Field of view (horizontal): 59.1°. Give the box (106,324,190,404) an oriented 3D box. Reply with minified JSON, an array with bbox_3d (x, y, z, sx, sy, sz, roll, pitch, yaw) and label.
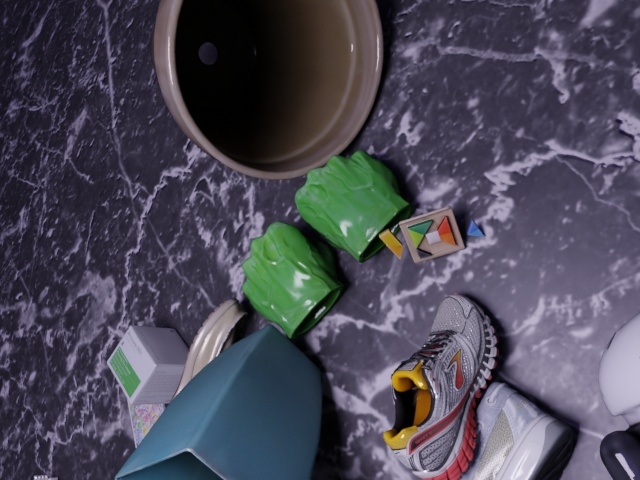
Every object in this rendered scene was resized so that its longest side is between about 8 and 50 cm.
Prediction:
[{"bbox_3d":[-0.279,0.208,0.947,0.101,0.102,0.087,43,103,34],"label":"box"}]

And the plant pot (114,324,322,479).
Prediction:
[{"bbox_3d":[-0.100,0.235,0.727,0.166,0.165,0.234,-32,20,37],"label":"plant pot"}]

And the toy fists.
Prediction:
[{"bbox_3d":[0.000,0.000,0.802,0.142,0.096,0.279,46,106,19],"label":"toy fists"}]

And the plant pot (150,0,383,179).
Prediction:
[{"bbox_3d":[-0.116,-0.272,0.837,0.280,0.323,0.323,25,96,52],"label":"plant pot"}]

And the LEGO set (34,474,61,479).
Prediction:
[{"bbox_3d":[-0.508,0.570,1.064,0.244,0.060,0.182,23,90,36],"label":"LEGO set"}]

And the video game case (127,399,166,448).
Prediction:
[{"bbox_3d":[-0.301,0.321,0.996,0.087,0.011,0.122,-31,64,26],"label":"video game case"}]

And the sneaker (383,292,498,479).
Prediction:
[{"bbox_3d":[0.134,0.148,0.633,0.088,0.093,0.225,-33,27,47],"label":"sneaker"}]

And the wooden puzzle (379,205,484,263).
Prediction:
[{"bbox_3d":[0.140,-0.004,0.712,0.116,0.078,0.014,-24,31,18],"label":"wooden puzzle"}]

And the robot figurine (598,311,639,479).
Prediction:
[{"bbox_3d":[0.362,0.171,0.459,0.173,0.209,0.278,-47,57,33],"label":"robot figurine"}]

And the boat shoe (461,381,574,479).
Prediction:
[{"bbox_3d":[0.150,0.312,0.623,0.103,0.118,0.320,35,97,43],"label":"boat shoe"}]

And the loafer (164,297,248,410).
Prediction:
[{"bbox_3d":[-0.167,0.221,0.875,0.092,0.102,0.268,23,88,4],"label":"loafer"}]
